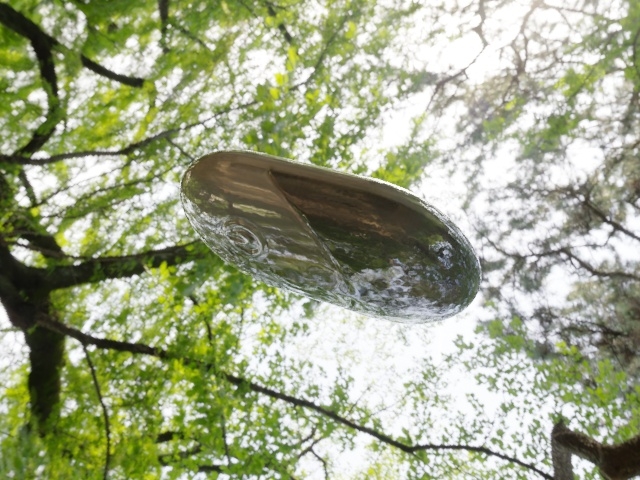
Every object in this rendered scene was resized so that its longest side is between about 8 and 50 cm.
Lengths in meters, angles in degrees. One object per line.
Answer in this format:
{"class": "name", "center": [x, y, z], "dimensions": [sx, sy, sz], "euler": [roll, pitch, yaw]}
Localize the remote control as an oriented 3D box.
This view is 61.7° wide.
{"class": "remote control", "center": [0.000, 0.000, 0.561], "dimensions": [0.332, 0.221, 0.103], "euler": [14, -116, 20]}
